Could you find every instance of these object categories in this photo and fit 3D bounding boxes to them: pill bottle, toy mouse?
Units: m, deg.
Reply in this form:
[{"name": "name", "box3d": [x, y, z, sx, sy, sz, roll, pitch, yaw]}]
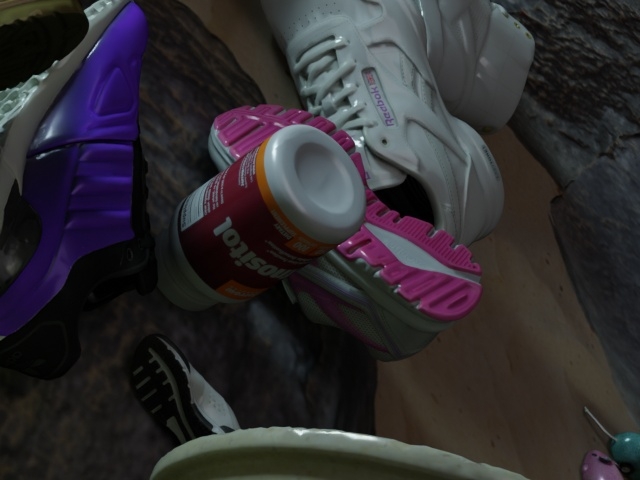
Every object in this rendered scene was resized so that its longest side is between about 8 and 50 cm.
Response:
[{"name": "pill bottle", "box3d": [-0.047, -0.009, 0.916, 0.086, 0.152, 0.086, 26, 48, -33]}, {"name": "toy mouse", "box3d": [0.278, 0.212, 1.209, 0.161, 0.031, 0.143, -1, 66, -47]}]

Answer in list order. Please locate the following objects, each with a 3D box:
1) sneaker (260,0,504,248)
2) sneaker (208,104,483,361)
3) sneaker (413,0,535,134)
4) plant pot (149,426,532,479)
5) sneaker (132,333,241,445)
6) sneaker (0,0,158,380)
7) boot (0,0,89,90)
[{"name": "sneaker", "box3d": [0.040, -0.113, 1.110, 0.305, 0.114, 0.152, 55, 37, -3]}, {"name": "sneaker", "box3d": [0.000, 0.000, 1.009, 0.103, 0.111, 0.252, -25, 62, -40]}, {"name": "sneaker", "box3d": [0.123, -0.241, 1.304, 0.169, 0.108, 0.293, 20, 61, -39]}, {"name": "plant pot", "box3d": [0.016, 0.310, 0.675, 0.334, 0.334, 0.305, 36, 55, -24]}, {"name": "sneaker", "box3d": [-0.087, 0.109, 0.894, 0.109, 0.040, 0.044, 59, 22, -3]}, {"name": "sneaker", "box3d": [-0.159, -0.031, 0.868, 0.146, 0.102, 0.293, 44, 44, -26]}, {"name": "boot", "box3d": [-0.290, -0.202, 0.778, 0.236, 0.089, 0.270, -20, 79, -18]}]
